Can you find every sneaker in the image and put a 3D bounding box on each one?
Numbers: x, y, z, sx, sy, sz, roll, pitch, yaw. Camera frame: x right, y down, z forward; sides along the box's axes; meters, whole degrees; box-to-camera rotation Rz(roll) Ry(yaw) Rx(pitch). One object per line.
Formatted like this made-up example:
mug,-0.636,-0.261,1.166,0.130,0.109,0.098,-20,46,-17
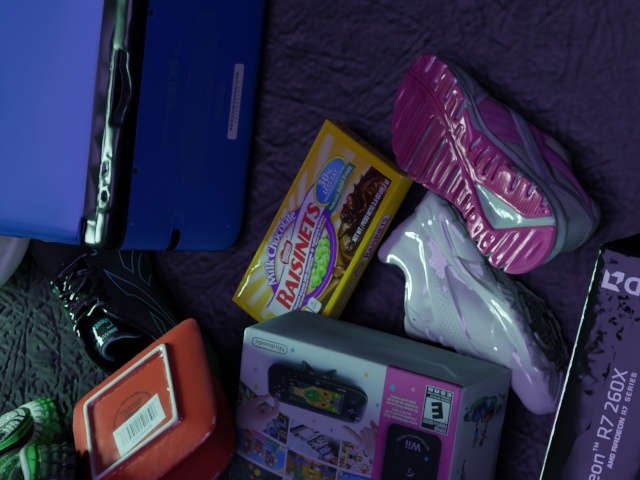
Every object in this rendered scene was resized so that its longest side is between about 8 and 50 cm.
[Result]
sneaker,-0.202,0.057,1.765,0.267,0.106,0.101,46,107,13
sneaker,0.137,0.071,1.664,0.115,0.090,0.232,-40,71,24
sneaker,-0.305,0.222,1.701,0.146,0.343,0.134,-2,90,-11
sneaker,0.157,-0.068,1.639,0.103,0.111,0.252,-54,54,31

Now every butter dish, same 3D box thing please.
butter dish,-0.132,0.181,1.644,0.160,0.118,0.160,-37,36,16

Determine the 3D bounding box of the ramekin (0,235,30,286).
ramekin,-0.390,-0.042,1.796,0.207,0.109,0.207,-3,85,35

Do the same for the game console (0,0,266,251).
game console,-0.204,-0.145,1.719,0.173,0.250,0.293,12,97,44

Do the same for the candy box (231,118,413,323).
candy box,0.000,0.000,1.709,0.105,0.027,0.206,39,112,31

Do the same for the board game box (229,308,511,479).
board game box,0.032,0.238,1.647,0.224,0.097,0.303,14,106,29

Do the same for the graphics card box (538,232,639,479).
graphics card box,0.252,0.182,1.543,0.094,0.233,0.371,17,99,18
